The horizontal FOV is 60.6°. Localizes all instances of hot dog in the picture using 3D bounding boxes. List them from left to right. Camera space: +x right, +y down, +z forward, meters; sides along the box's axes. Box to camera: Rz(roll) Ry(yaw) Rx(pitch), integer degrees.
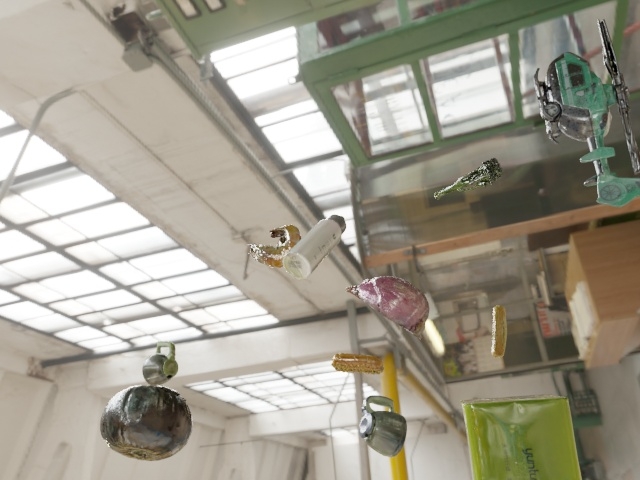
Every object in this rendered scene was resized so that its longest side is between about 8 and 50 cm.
[{"bbox_3d":[0.114,0.385,1.708,0.071,0.165,0.045,73,-157,-46],"label":"hot dog"},{"bbox_3d":[0.444,0.229,1.362,0.044,0.028,0.137,21,-122,-18],"label":"hot dog"}]

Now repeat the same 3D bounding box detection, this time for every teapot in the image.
[{"bbox_3d":[-0.474,0.368,1.637,0.092,0.091,0.124,-19,-86,-58],"label":"teapot"},{"bbox_3d":[0.159,0.472,1.415,0.111,0.108,0.149,-34,34,62],"label":"teapot"}]

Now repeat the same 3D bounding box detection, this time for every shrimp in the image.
[{"bbox_3d":[-0.150,0.018,1.728,0.068,0.249,0.150,41,-119,-37],"label":"shrimp"}]

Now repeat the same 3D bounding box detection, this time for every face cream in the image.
[{"bbox_3d":[0.000,0.000,1.625,0.311,0.092,0.092,-48,-54,-51],"label":"face cream"}]

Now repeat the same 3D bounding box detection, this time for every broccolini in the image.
[{"bbox_3d":[0.357,-0.133,1.319,0.074,0.201,0.058,-23,-99,-37],"label":"broccolini"}]

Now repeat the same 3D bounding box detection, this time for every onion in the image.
[{"bbox_3d":[0.254,0.200,2.015,0.159,0.349,0.267,-55,-30,-4],"label":"onion"}]

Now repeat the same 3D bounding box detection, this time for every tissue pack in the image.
[{"bbox_3d":[0.404,0.458,1.103,0.167,0.201,0.274,48,-144,-73],"label":"tissue pack"}]

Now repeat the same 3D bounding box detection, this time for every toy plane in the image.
[{"bbox_3d":[0.496,-0.227,1.011,0.106,0.155,0.381,38,-135,-51],"label":"toy plane"}]

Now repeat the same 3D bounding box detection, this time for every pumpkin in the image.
[{"bbox_3d":[-0.440,0.469,1.398,0.233,0.233,0.162,62,-156,-45],"label":"pumpkin"}]
